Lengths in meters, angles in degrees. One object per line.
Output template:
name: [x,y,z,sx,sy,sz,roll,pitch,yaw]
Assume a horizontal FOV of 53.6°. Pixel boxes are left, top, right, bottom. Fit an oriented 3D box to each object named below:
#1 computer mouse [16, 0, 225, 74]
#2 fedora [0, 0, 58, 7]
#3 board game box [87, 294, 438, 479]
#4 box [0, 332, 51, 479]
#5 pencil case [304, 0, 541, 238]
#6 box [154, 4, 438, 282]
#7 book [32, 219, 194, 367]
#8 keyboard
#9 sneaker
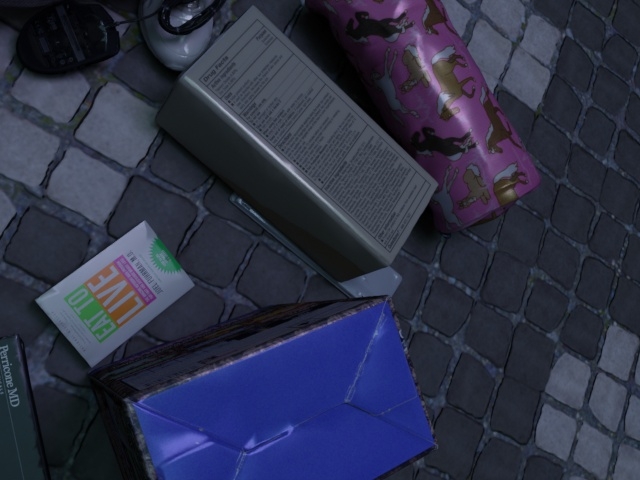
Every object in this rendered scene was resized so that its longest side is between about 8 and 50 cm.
computer mouse: [-0.220,-0.244,0.709,0.242,0.041,0.071,-17,102,-3]
fedora: [-0.365,-0.350,0.649,0.275,0.124,0.243,11,80,-35]
board game box: [-0.077,0.160,0.613,0.232,0.291,0.141,-18,91,-25]
box: [-0.347,0.234,0.582,0.184,0.103,0.261,-12,87,-23]
pencil case: [0.134,-0.200,0.835,0.160,0.167,0.386,-36,97,-42]
box: [-0.026,-0.106,0.763,0.311,0.121,0.148,43,61,-12]
book: [-0.227,0.058,0.707,0.144,0.035,0.096,-42,104,-26]
keyboard: [0.000,0.000,0.830,0.256,0.014,0.072,40,63,-14]
sneaker: [-0.158,-0.319,0.747,0.090,0.115,0.232,5,80,-24]
